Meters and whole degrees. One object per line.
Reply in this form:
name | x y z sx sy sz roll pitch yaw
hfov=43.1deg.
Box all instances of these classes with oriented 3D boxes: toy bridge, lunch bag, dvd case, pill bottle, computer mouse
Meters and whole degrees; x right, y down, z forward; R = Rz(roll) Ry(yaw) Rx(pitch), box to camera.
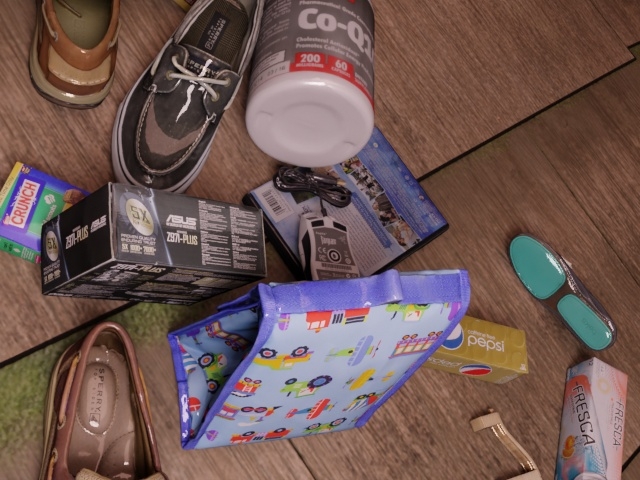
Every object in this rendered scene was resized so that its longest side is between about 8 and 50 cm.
toy bridge | 0.246 0.300 1.007 0.063 0.026 0.188 -6 68 -33
lunch bag | 0.000 0.104 0.811 0.221 0.293 0.138 0 66 -29
dvd case | 0.041 -0.035 1.075 0.253 0.022 0.180 -31 83 -36
pill bottle | -0.008 -0.252 1.068 0.161 0.161 0.283 17 53 -20
computer mouse | 0.000 0.000 0.997 0.106 0.042 0.193 10 56 -29

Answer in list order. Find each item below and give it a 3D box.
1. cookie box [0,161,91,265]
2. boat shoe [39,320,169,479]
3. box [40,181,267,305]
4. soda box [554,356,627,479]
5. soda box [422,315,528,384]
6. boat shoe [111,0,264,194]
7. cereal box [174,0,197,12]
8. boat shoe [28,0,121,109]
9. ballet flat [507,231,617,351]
cookie box | -0.297 -0.021 0.876 0.107 0.040 0.092 24 57 -15
boat shoe | -0.199 0.240 0.740 0.123 0.123 0.342 8 62 -24
box | -0.171 0.010 0.830 0.180 0.147 0.077 9 69 -41
soda box | 0.359 0.251 1.073 0.063 0.058 0.183 27 55 -13
soda box | 0.174 0.132 1.036 0.181 0.058 0.061 16 58 -21
boat shoe | -0.160 -0.200 0.985 0.121 0.119 0.335 24 63 -17
cereal box | -0.220 -0.449 1.081 0.173 0.047 0.240 31 45 -58
boat shoe | -0.291 -0.319 0.985 0.122 0.120 0.324 0 65 -28
ballet flat | 0.346 0.071 1.161 0.074 0.074 0.203 -31 76 -36
